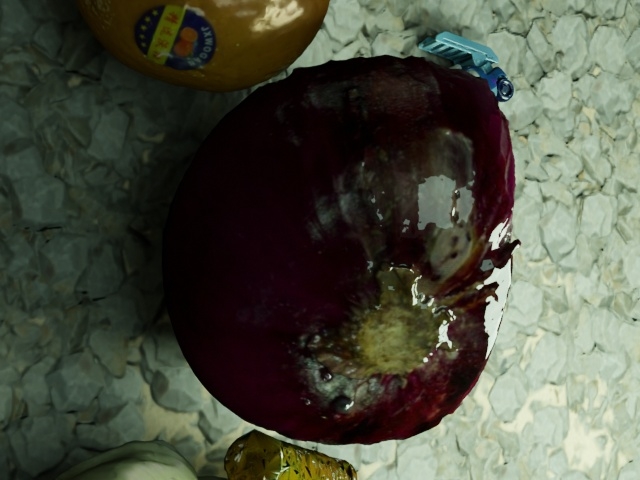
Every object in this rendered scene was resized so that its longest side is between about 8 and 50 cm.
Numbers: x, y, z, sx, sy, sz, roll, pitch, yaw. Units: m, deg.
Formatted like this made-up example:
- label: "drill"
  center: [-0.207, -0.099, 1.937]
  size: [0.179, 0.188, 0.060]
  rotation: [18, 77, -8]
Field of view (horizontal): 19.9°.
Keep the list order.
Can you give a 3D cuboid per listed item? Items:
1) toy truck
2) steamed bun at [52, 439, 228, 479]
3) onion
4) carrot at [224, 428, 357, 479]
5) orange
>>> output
- label: "toy truck"
  center: [0.133, -0.159, 1.725]
  size: [0.073, 0.056, 0.090]
  rotation: [-35, 99, -34]
- label: "steamed bun"
  center: [-0.139, 0.352, 1.429]
  size: [0.247, 0.352, 0.339]
  rotation: [-38, 94, 16]
- label: "onion"
  center: [0.000, 0.000, 1.504]
  size: [0.260, 0.282, 0.337]
  rotation: [6, 126, -13]
- label: "carrot"
  center: [-0.023, 0.202, 1.563]
  size: [0.228, 0.069, 0.069]
  rotation: [37, 68, -67]
- label: "orange"
  center: [-0.096, -0.220, 1.460]
  size: [0.219, 0.193, 0.219]
  rotation: [10, 54, -15]
